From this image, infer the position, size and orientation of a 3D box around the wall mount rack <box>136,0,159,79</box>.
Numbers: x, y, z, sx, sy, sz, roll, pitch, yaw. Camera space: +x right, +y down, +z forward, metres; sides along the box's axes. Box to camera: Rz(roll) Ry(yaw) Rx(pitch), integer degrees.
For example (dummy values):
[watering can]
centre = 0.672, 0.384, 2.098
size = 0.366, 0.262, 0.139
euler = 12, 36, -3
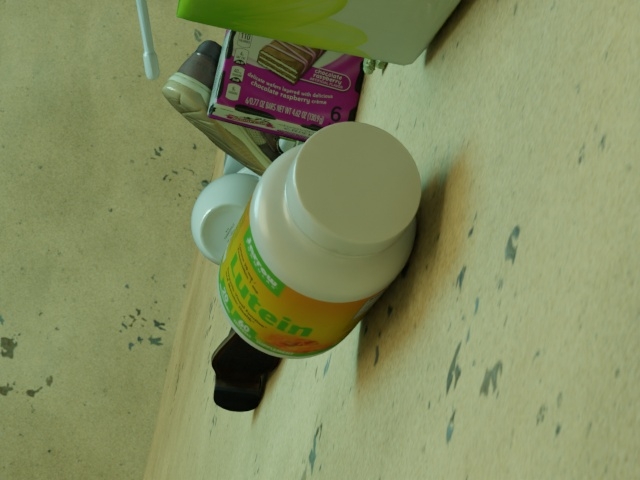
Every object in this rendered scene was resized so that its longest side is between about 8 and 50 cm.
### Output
[wall mount rack]
centre = -0.123, -0.355, 1.772
size = 0.304, 0.350, 0.130
euler = 109, 141, -61

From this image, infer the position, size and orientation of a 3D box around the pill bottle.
[pill bottle]
centre = 0.000, 0.000, 1.190
size = 0.246, 0.136, 0.136
euler = 122, 159, -64

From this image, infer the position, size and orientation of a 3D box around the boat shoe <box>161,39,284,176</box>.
[boat shoe]
centre = -0.093, -0.151, 1.749
size = 0.092, 0.103, 0.285
euler = -56, -30, -5

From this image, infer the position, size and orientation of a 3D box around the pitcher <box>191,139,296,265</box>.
[pitcher]
centre = -0.094, -0.058, 1.969
size = 0.178, 0.125, 0.207
euler = -60, 2, 17

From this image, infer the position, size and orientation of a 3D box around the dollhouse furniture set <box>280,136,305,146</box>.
[dollhouse furniture set]
centre = -0.041, -0.135, 1.890
size = 0.152, 0.058, 0.076
euler = -100, 24, -68

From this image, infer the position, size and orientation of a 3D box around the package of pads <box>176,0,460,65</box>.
[package of pads]
centre = 0.019, -0.252, 1.159
size = 0.296, 0.229, 0.101
euler = 132, 147, -70

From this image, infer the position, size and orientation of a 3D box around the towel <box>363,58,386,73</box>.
[towel]
centre = 0.071, -0.255, 1.483
size = 0.110, 0.027, 0.148
euler = -90, 16, -53

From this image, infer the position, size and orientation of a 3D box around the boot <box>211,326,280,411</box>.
[boot]
centre = -0.092, 0.117, 1.766
size = 0.219, 0.082, 0.106
euler = 113, 164, -55

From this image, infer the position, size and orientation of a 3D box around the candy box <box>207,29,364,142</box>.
[candy box]
centre = -0.025, -0.237, 1.624
size = 0.071, 0.159, 0.233
euler = 146, 136, -74

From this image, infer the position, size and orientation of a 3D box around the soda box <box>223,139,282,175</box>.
[soda box]
centre = -0.062, -0.221, 2.046
size = 0.098, 0.091, 0.286
euler = -90, 16, -54
